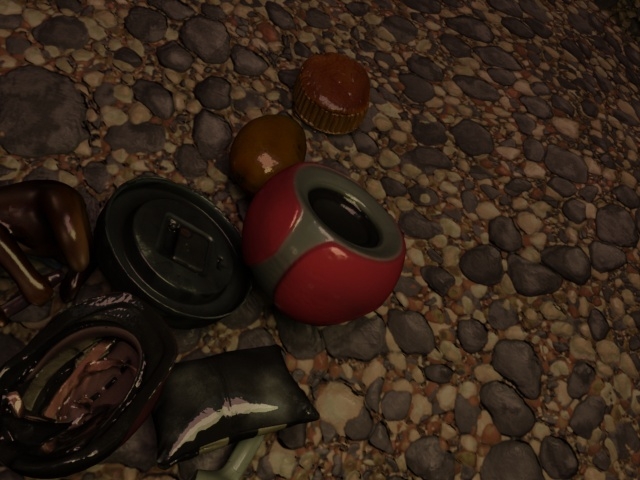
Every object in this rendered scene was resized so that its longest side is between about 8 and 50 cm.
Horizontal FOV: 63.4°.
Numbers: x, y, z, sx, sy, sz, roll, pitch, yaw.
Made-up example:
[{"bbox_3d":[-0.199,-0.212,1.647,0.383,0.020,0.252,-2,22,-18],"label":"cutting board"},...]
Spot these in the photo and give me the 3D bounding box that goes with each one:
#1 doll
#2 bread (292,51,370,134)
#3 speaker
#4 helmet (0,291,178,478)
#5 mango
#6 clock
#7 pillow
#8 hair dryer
[{"bbox_3d":[-0.495,0.024,0.763,0.340,0.209,0.318,-19,39,-31],"label":"doll"},{"bbox_3d":[0.030,-0.351,1.218,0.199,0.104,0.199,9,60,-15],"label":"bread"},{"bbox_3d":[0.000,0.000,0.916,0.295,0.294,0.294,10,60,-17],"label":"speaker"},{"bbox_3d":[-0.326,0.212,0.730,0.198,0.154,0.253,42,58,18],"label":"helmet"},{"bbox_3d":[-0.105,-0.180,1.062,0.152,0.120,0.221,20,50,-15],"label":"mango"},{"bbox_3d":[-0.237,0.018,0.867,0.281,0.055,0.280,35,34,-27],"label":"clock"},{"bbox_3d":[-0.145,0.242,0.808,0.250,0.105,0.186,-9,32,-27],"label":"pillow"},{"bbox_3d":[-0.086,0.356,0.821,0.207,0.075,0.237,32,48,-12],"label":"hair dryer"}]
